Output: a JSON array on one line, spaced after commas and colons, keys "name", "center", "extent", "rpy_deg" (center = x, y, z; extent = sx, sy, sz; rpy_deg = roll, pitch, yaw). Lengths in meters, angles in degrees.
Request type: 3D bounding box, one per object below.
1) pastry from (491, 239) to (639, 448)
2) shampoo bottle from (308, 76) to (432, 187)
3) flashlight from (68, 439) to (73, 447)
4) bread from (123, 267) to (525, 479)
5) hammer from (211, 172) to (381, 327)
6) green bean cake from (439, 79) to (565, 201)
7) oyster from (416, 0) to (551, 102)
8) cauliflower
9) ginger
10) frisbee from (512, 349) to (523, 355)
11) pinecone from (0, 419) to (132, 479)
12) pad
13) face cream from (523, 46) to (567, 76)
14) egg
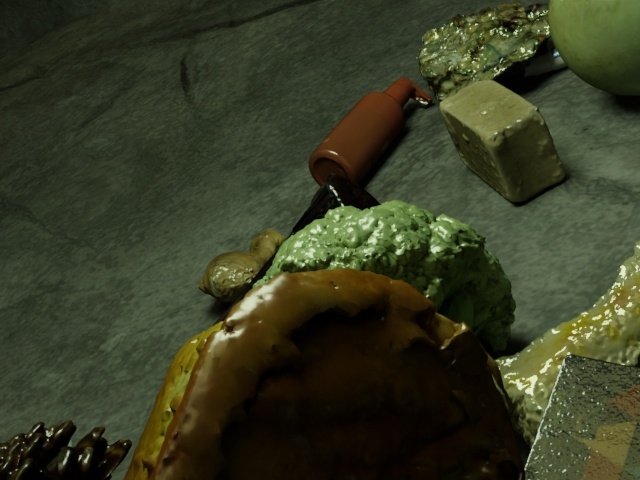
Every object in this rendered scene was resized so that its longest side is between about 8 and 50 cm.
[{"name": "pastry", "center": [0.270, 0.098, 1.140], "extent": [0.258, 0.089, 0.121], "rpy_deg": [-37, 54, -17]}, {"name": "shampoo bottle", "center": [0.075, -0.166, 1.816], "extent": [0.085, 0.085, 0.244], "rpy_deg": [-2, 35, 42]}, {"name": "flashlight", "center": [-0.359, 0.301, 1.445], "extent": [0.093, 0.048, 0.200], "rpy_deg": [-9, 30, 32]}, {"name": "bread", "center": [-0.009, 0.206, 0.949], "extent": [0.204, 0.336, 0.358], "rpy_deg": [-6, 54, 53]}, {"name": "hammer", "center": [0.000, 0.000, 1.530], "extent": [0.242, 0.095, 0.409], "rpy_deg": [-52, 4, 18]}, {"name": "green bean cake", "center": [0.231, -0.130, 1.568], "extent": [0.085, 0.109, 0.179], "rpy_deg": [-30, 26, -3]}, {"name": "oyster", "center": [0.242, -0.289, 1.843], "extent": [0.198, 0.092, 0.259], "rpy_deg": [-42, 20, -11]}, {"name": "cauliflower", "center": [0.062, 0.092, 1.198], "extent": [0.275, 0.250, 0.272], "rpy_deg": [-12, -16, 4]}, {"name": "ginger", "center": [-0.109, 0.039, 1.651], "extent": [0.096, 0.067, 0.165], "rpy_deg": [-15, 16, 25]}, {"name": "frisbee", "center": [0.214, 0.139, 1.213], "extent": [0.110, 0.014, 0.110], "rpy_deg": [-23, 27, 12]}, {"name": "pinecone", "center": [-0.273, 0.284, 1.228], "extent": [0.229, 0.201, 0.203], "rpy_deg": [-50, 30, 47]}, {"name": "pad", "center": [0.284, 0.169, 1.012], "extent": [0.211, 0.003, 0.143], "rpy_deg": [8, 54, 28]}, {"name": "face cream", "center": [0.354, -0.269, 1.778], "extent": [0.130, 0.034, 0.034], "rpy_deg": [-20, 28, 19]}, {"name": "egg", "center": [0.438, -0.298, 1.550], "extent": [0.295, 0.218, 0.218], "rpy_deg": [-7, 32, 14]}]
